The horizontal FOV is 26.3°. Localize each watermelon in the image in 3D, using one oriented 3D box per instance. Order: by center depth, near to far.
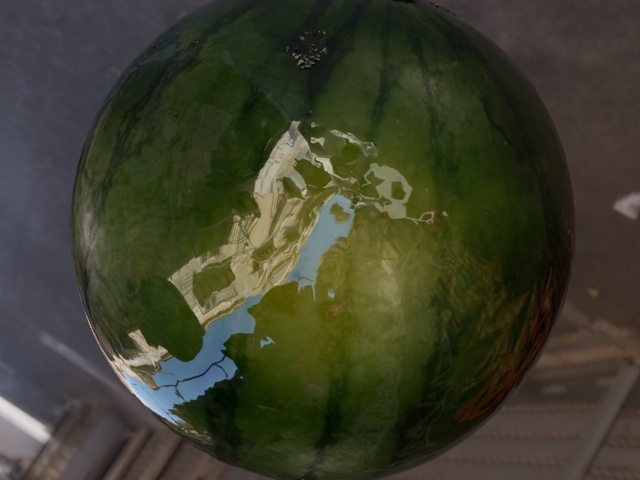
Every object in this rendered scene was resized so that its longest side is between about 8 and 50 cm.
[{"bbox_3d":[0.001,-0.004,0.662,0.242,0.242,0.242,30,164,9],"label":"watermelon"}]
